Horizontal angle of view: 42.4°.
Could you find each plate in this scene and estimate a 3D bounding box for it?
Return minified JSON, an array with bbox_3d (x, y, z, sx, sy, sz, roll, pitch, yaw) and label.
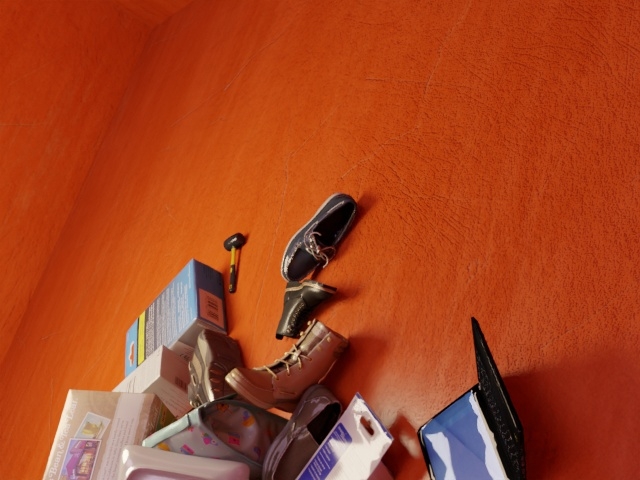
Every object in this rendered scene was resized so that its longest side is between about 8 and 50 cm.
[{"bbox_3d":[-0.293,0.550,1.590,0.277,0.045,0.277,5,73,15],"label":"plate"}]

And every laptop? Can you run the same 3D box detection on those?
[{"bbox_3d":[0.229,0.304,1.321,0.136,0.264,0.234,-15,41,0],"label":"laptop"}]

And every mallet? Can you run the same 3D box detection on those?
[{"bbox_3d":[-0.238,0.060,2.306,0.062,0.039,0.190,-37,42,29],"label":"mallet"}]

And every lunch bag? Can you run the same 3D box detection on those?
[{"bbox_3d":[-0.214,0.429,1.729,0.223,0.262,0.160,-33,39,37],"label":"lunch bag"}]

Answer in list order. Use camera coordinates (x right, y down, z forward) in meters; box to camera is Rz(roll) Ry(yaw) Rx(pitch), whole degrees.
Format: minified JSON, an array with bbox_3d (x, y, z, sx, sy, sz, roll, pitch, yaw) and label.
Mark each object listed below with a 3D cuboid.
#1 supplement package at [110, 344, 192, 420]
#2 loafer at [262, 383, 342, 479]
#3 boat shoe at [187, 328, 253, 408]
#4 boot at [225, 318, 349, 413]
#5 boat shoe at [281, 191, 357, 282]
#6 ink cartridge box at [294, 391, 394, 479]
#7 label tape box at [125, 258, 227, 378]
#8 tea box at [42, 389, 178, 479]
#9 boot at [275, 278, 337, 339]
[{"bbox_3d":[-0.445,0.418,2.156,0.244,0.139,0.134,-43,26,16],"label":"supplement package"},{"bbox_3d":[-0.033,0.408,1.649,0.087,0.094,0.251,4,65,57],"label":"loafer"},{"bbox_3d":[-0.248,0.356,1.996,0.130,0.132,0.355,-60,21,17],"label":"boat shoe"},{"bbox_3d":[-0.060,0.247,1.683,0.203,0.262,0.095,-53,52,6],"label":"boot"},{"bbox_3d":[0.000,0.000,1.960,0.254,0.095,0.079,-49,20,0],"label":"boat shoe"},{"bbox_3d":[0.029,0.465,1.544,0.333,0.065,0.165,-56,31,8],"label":"ink cartridge box"},{"bbox_3d":[-0.410,0.257,2.307,0.348,0.115,0.249,-47,33,24],"label":"label tape box"},{"bbox_3d":[-0.453,0.551,1.856,0.219,0.324,0.329,0,58,12],"label":"tea box"},{"bbox_3d":[-0.034,0.165,1.895,0.198,0.076,0.137,-17,53,65],"label":"boot"}]
